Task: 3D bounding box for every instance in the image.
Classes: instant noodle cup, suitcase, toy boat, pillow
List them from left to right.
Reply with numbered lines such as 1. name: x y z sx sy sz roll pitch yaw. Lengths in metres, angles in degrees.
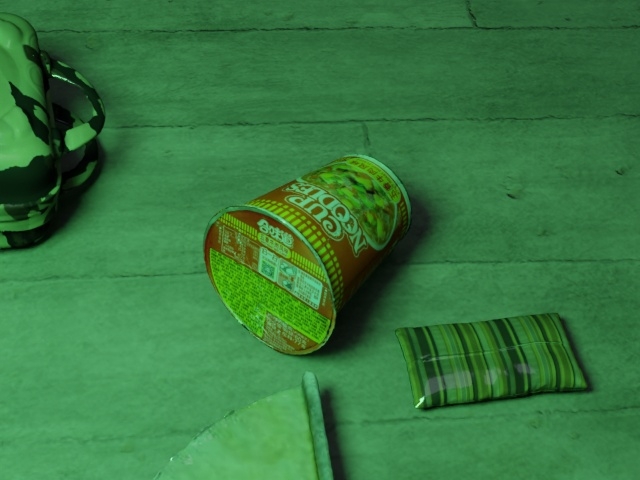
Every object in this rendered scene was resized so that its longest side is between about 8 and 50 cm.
1. suitcase: -0.443 -0.153 1.229 0.339 0.194 0.351 -2 47 -20
2. toy boat: -0.066 0.288 0.941 0.276 0.111 0.293 -18 39 -19
3. instant noodle cup: 0.000 0.000 1.157 0.193 0.193 0.212 31 43 21
4. pillow: 0.195 0.134 1.131 0.203 0.038 0.113 -6 49 -9
